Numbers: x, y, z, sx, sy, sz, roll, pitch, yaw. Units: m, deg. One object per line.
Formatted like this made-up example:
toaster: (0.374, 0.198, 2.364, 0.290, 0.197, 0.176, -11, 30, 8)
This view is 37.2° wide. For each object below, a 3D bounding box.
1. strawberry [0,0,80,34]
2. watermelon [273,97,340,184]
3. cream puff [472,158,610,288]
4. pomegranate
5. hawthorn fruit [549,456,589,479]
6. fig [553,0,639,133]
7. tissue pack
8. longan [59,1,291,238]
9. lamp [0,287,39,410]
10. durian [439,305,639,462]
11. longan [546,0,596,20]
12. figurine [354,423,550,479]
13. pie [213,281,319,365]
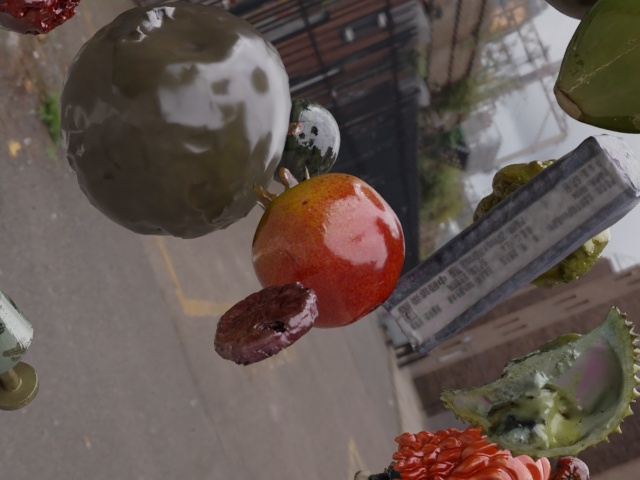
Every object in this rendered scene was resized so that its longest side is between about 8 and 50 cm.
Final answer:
strawberry: (-0.413, -0.424, 1.343, 0.274, 0.220, 0.274, 160, -90, -83)
watermelon: (-0.054, -0.233, 2.239, 0.212, 0.212, 0.212, -22, 90, -86)
cream puff: (0.412, -0.022, 1.845, 0.185, 0.282, 0.282, -20, 87, -45)
pomegranate: (0.000, 0.000, 1.365, 0.256, 0.221, 0.221, 47, -4, 22)
hawthorn fruit: (0.512, 0.488, 1.961, 0.093, 0.093, 0.093, -22, 90, -86)
fig: (0.418, -0.236, 1.230, 0.207, 0.230, 0.207, 43, 30, -33)
tissue pack: (0.303, -0.001, 1.436, 0.124, 0.394, 0.288, 56, 23, 10)
longan: (-0.259, -0.226, 1.702, 0.404, 0.404, 0.436, 60, 40, -64)
lamp: (-0.429, 0.138, 1.232, 0.214, 0.121, 0.121, 90, -16, -52)
durian: (0.330, 0.221, 1.384, 0.166, 0.306, 0.172, 43, 33, -48)
longan: (0.525, -0.569, 1.762, 0.319, 0.319, 0.319, -22, 90, -86)
figurine: (0.246, 0.489, 1.859, 0.412, 0.306, 0.241, 131, -25, -61)
pie: (-0.068, 0.101, 1.179, 0.038, 0.153, 0.153, 63, 5, -18)
